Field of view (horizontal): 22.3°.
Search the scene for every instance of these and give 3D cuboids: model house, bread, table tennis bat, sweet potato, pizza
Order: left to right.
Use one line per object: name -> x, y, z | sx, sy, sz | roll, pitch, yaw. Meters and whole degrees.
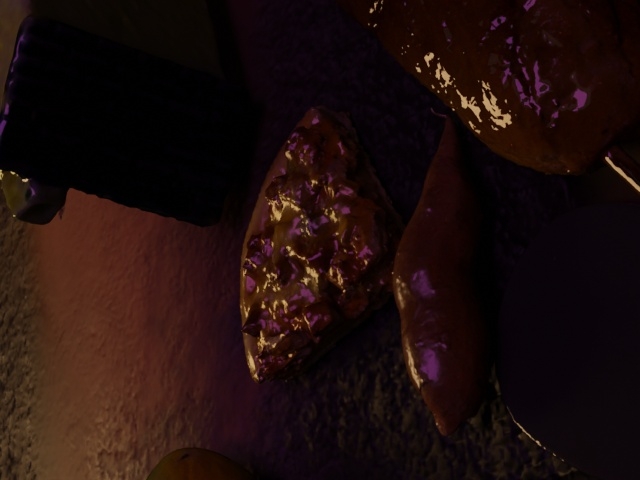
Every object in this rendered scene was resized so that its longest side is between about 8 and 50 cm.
model house -> -0.160, -0.085, 1.045 | 0.170, 0.194, 0.211 | -39, 53, 30
pizza -> -0.001, 0.000, 0.970 | 0.134, 0.046, 0.175 | -4, 77, 46
sweet potato -> 0.067, 0.013, 0.897 | 0.056, 0.056, 0.195 | -18, 62, 42
bread -> 0.084, -0.132, 0.886 | 0.124, 0.084, 0.344 | -55, 48, 22
table tennis bat -> 0.177, 0.061, 0.790 | 0.246, 0.022, 0.138 | 22, 96, 48

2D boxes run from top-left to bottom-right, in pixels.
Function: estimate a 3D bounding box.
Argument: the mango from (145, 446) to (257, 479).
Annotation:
mango -> -0.067, 0.217, 0.959 | 0.122, 0.085, 0.191 | -12, 73, 47
